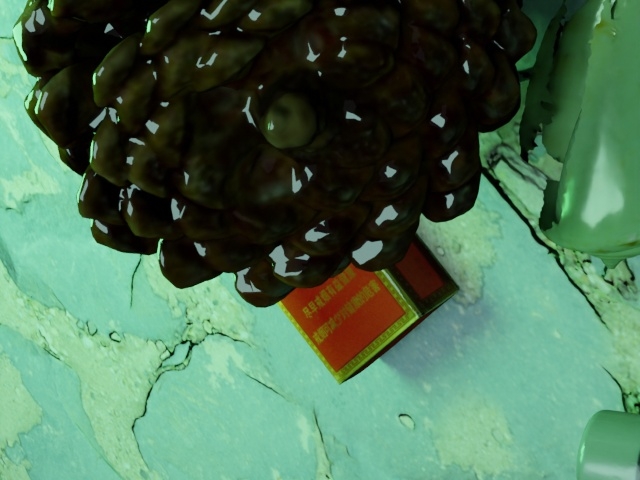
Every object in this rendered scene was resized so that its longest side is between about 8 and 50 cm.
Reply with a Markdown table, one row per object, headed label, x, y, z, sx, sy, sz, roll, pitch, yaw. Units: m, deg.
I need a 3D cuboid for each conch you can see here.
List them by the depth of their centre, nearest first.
| label | x | y | z | sx | sy | sz | roll | pitch | yaw |
| --- | --- | --- | --- | --- | --- | --- | --- | --- | --- |
| conch | 0.212 | -0.104 | 1.109 | 0.137 | 0.143 | 0.250 | -13 | 91 | 4 |

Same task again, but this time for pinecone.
| label | x | y | z | sx | sy | sz | roll | pitch | yaw |
| --- | --- | --- | --- | --- | --- | --- | --- | --- | --- |
| pinecone | -0.038 | -0.159 | 1.139 | 0.398 | 0.398 | 0.398 | 22 | 127 | 34 |

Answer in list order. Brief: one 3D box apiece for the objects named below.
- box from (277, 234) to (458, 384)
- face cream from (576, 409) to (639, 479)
| label | x | y | z | sx | sy | sz | roll | pitch | yaw |
| --- | --- | --- | --- | --- | --- | --- | --- | --- | --- |
| box | 0.001 | 0.000 | 1.407 | 0.240 | 0.074 | 0.153 | 52 | 141 | 7 |
| face cream | 0.358 | 0.196 | 1.170 | 0.314 | 0.089 | 0.143 | 8 | 115 | 32 |
